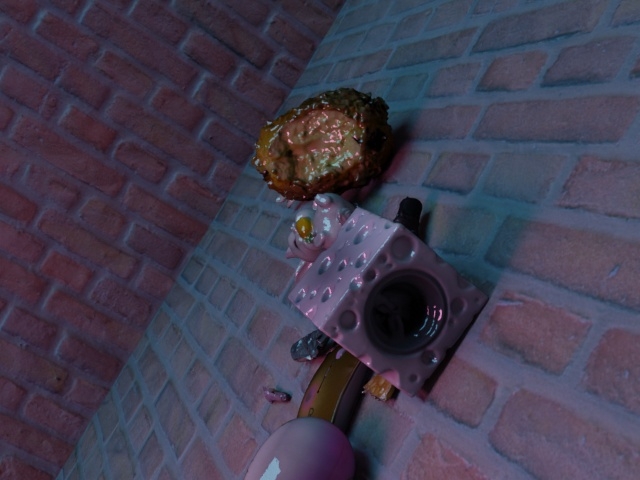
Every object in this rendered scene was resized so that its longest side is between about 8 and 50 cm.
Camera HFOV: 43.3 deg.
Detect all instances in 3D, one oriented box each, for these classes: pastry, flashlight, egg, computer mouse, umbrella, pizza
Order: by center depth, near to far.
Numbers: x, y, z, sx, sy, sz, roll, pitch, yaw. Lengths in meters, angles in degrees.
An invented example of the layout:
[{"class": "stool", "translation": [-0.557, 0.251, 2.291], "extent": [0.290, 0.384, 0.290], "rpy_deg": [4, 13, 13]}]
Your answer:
[{"class": "egg", "translation": [-0.050, 0.462, 1.524], "extent": [0.271, 0.196, 0.196], "rpy_deg": [-47, 17, -14]}, {"class": "pizza", "translation": [0.137, 0.280, 1.625], "extent": [0.099, 0.029, 0.100], "rpy_deg": [-54, 21, -13]}, {"class": "computer mouse", "translation": [0.024, 0.338, 1.735], "extent": [0.158, 0.072, 0.310], "rpy_deg": [-16, 44, 59]}, {"class": "umbrella", "translation": [0.170, 0.038, 1.809], "extent": [0.094, 0.090, 0.326], "rpy_deg": [-37, 28, 51]}, {"class": "flashlight", "translation": [-0.108, 0.389, 2.027], "extent": [0.031, 0.052, 0.110], "rpy_deg": [-28, 10, -32]}, {"class": "pastry", "translation": [0.023, -0.266, 2.298], "extent": [0.405, 0.292, 0.337], "rpy_deg": [-26, 2, 15]}]

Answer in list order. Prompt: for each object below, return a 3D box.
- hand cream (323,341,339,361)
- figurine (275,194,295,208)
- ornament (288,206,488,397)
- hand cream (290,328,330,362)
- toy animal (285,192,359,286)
[{"class": "hand cream", "translation": [0.042, 0.233, 1.906], "extent": [0.062, 0.039, 0.163], "rpy_deg": [-43, 19, 41]}, {"class": "figurine", "translation": [-0.061, -0.188, 2.653], "extent": [0.235, 0.127, 0.155], "rpy_deg": [-56, 29, 19]}, {"class": "ornament", "translation": [0.123, 0.110, 1.559], "extent": [0.239, 0.240, 0.240], "rpy_deg": [-52, 20, -2]}, {"class": "hand cream", "translation": [-0.020, 0.243, 1.930], "extent": [0.075, 0.052, 0.248], "rpy_deg": [-68, 9, -27]}, {"class": "toy animal", "translation": [0.000, -0.007, 2.199], "extent": [0.325, 0.154, 0.208], "rpy_deg": [112, 149, -42]}]
